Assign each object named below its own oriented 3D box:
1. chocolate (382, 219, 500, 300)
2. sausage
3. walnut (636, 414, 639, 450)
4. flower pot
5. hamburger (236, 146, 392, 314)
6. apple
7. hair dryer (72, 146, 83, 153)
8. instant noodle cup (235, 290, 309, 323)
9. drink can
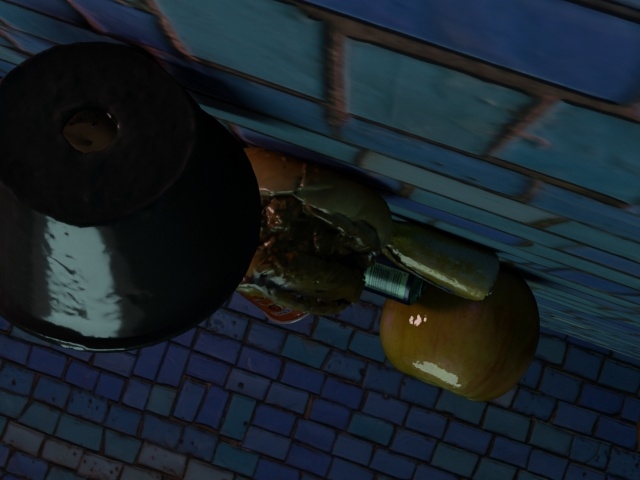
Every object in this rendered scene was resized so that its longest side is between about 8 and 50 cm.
[{"bbox_3d":[0.147,0.015,1.153,0.219,0.085,0.085,23,177,-10],"label":"chocolate"},{"bbox_3d":[-0.308,-0.152,0.984,0.078,0.078,0.304,19,179,4],"label":"sausage"},{"bbox_3d":[0.601,0.274,1.125,0.313,0.277,0.252,6,129,56],"label":"walnut"},{"bbox_3d":[-0.181,-0.055,0.665,0.269,0.269,0.166,19,156,3],"label":"flower pot"},{"bbox_3d":[-0.041,-0.016,0.952,0.244,0.163,0.244,19,-175,-2],"label":"hamburger"},{"bbox_3d":[0.238,0.143,1.386,0.286,0.233,0.286,22,174,2],"label":"apple"},{"bbox_3d":[-0.605,-0.210,1.953,0.312,0.123,0.340,9,-168,-21],"label":"hair dryer"},{"bbox_3d":[-0.110,0.034,1.765,0.192,0.250,0.250,33,169,-40],"label":"instant noodle cup"},{"bbox_3d":[0.075,0.020,1.263,0.205,0.118,0.118,20,178,15],"label":"drink can"}]
